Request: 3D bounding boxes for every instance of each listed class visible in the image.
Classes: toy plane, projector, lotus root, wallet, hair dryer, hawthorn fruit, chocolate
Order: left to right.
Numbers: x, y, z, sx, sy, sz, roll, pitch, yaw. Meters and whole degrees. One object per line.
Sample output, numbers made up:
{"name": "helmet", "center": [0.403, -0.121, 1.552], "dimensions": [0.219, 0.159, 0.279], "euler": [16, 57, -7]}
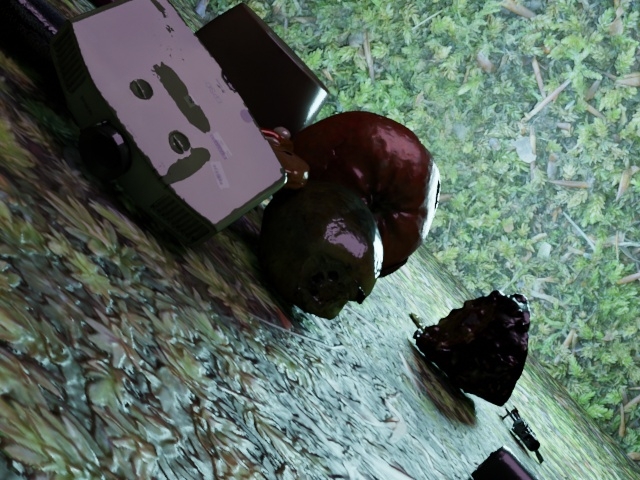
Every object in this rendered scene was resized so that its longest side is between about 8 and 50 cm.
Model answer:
{"name": "wallet", "center": [-0.320, -0.240, 1.153], "dimensions": [0.221, 0.071, 0.262], "euler": [40, 7, -12]}
{"name": "projector", "center": [-0.176, -0.128, 1.006], "dimensions": [0.269, 0.088, 0.193], "euler": [56, 44, -5]}
{"name": "lotus root", "center": [0.000, 0.000, 1.258], "dimensions": [0.160, 0.152, 0.275], "euler": [38, 11, -17]}
{"name": "hawthorn fruit", "center": [0.032, -0.086, 1.527], "dimensions": [0.276, 0.276, 0.307], "euler": [39, -9, -37]}
{"name": "chocolate", "center": [0.264, 0.177, 1.686], "dimensions": [0.177, 0.206, 0.224], "euler": [16, -2, -7]}
{"name": "hair dryer", "center": [0.235, 0.340, 1.161], "dimensions": [0.128, 0.070, 0.255], "euler": [49, 14, 16]}
{"name": "toy plane", "center": [0.395, 0.370, 1.815], "dimensions": [0.060, 0.037, 0.145], "euler": [42, 10, -47]}

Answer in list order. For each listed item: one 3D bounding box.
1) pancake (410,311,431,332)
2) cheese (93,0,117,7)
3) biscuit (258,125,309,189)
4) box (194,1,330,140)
{"name": "pancake", "center": [0.228, 0.190, 1.908], "dimensions": [0.115, 0.011, 0.115], "euler": [45, 9, -9]}
{"name": "cheese", "center": [-0.386, -0.465, 1.798], "dimensions": [0.155, 0.062, 0.244], "euler": [48, 8, 19]}
{"name": "biscuit", "center": [-0.128, -0.158, 1.309], "dimensions": [0.206, 0.049, 0.324], "euler": [4, 27, -41]}
{"name": "box", "center": [-0.132, -0.261, 1.602], "dimensions": [0.301, 0.216, 0.301], "euler": [46, 7, -7]}
